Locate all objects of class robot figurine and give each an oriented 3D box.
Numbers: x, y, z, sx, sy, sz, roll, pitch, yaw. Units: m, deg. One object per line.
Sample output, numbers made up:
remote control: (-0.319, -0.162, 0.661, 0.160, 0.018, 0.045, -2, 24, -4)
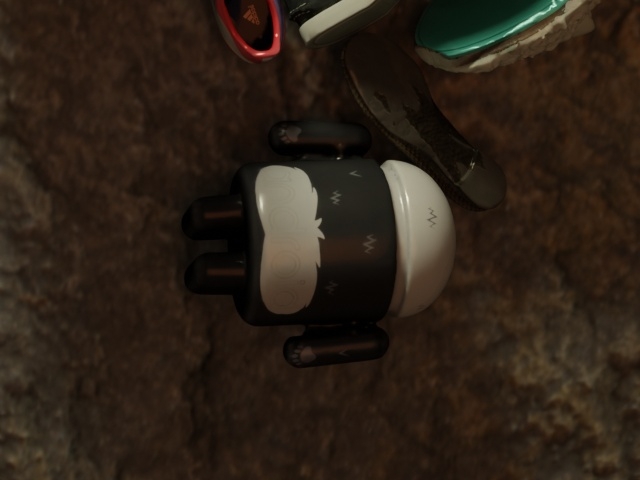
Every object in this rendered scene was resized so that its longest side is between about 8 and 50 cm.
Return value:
robot figurine: (0.000, 0.002, 1.755, 0.278, 0.173, 0.209, -3, 121, -12)

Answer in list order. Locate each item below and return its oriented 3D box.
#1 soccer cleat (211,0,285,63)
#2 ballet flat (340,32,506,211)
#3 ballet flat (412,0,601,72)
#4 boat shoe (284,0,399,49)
soccer cleat: (-0.095, -0.292, 1.693, 0.083, 0.095, 0.248, -23, 109, -6)
ballet flat: (0.101, -0.120, 1.796, 0.250, 0.058, 0.084, 43, 69, -24)
ballet flat: (0.284, -0.291, 1.769, 0.409, 0.147, 0.147, -41, 109, 1)
boat shoe: (0.097, -0.301, 1.702, 0.303, 0.114, 0.091, -28, 84, 4)
